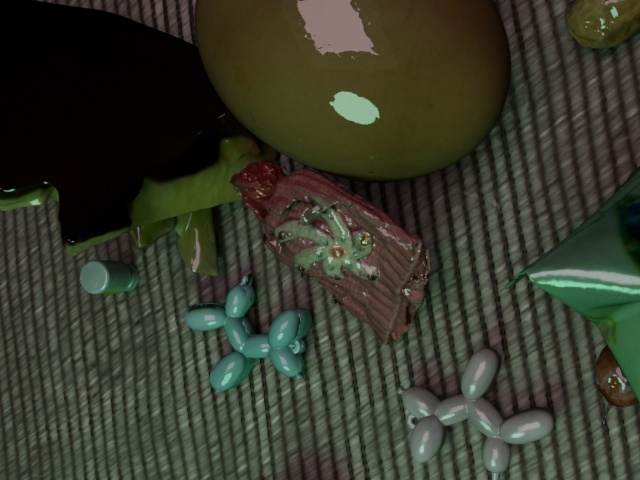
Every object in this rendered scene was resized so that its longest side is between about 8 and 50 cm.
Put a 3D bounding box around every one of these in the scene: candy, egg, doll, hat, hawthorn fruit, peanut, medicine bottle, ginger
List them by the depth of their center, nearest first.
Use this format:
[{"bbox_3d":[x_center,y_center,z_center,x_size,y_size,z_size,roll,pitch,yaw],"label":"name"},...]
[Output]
[{"bbox_3d":[0.408,0.109,0.866,0.263,0.172,0.398,-34,84,-9],"label":"candy"},{"bbox_3d":[0.381,-0.290,0.942,0.226,0.095,0.108,-26,75,18],"label":"peanut"},{"bbox_3d":[0.333,0.165,0.955,0.067,0.067,0.103,30,110,19],"label":"hawthorn fruit"},{"bbox_3d":[0.036,-0.225,0.957,0.374,0.301,0.301,31,98,10],"label":"egg"},{"bbox_3d":[0.174,0.210,1.009,0.160,0.059,0.161,-46,74,11],"label":"doll"},{"bbox_3d":[0.000,0.000,1.011,0.286,0.236,0.107,38,59,19],"label":"hat"},{"bbox_3d":[-0.291,-0.104,1.092,0.413,0.211,0.358,27,52,4],"label":"ginger"},{"bbox_3d":[-0.086,0.127,1.109,0.158,0.059,0.159,-34,75,16],"label":"doll"},{"bbox_3d":[-0.291,0.051,1.176,0.047,0.083,0.047,-1,86,20],"label":"medicine bottle"}]
